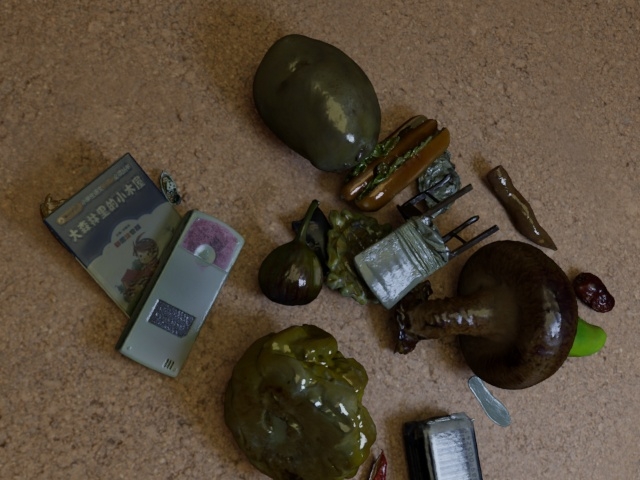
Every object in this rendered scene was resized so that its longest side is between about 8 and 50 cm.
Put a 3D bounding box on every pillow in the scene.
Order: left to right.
[{"bbox_3d":[0.000,0.000,1.701,0.090,0.048,0.150,-35,96,-15],"label":"pillow"}]

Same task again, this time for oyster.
[{"bbox_3d":[0.299,-0.142,1.835,0.125,0.064,0.177,-8,81,-17],"label":"oyster"}]

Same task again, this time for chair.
[{"bbox_3d":[0.229,-0.001,1.705,0.319,0.186,0.160,-35,106,2],"label":"chair"}]

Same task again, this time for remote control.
[{"bbox_3d":[-0.291,0.107,1.546,0.145,0.050,0.344,33,73,-25],"label":"remote control"}]

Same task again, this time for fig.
[{"bbox_3d":[-0.046,0.024,1.614,0.149,0.149,0.245,16,89,-16],"label":"fig"}]

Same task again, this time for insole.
[{"bbox_3d":[0.413,0.393,1.788,0.053,0.002,0.152,-37,92,-23],"label":"insole"}]

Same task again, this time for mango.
[{"bbox_3d":[0.610,0.228,1.838,0.233,0.111,0.125,5,83,-17],"label":"mango"}]

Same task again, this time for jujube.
[{"bbox_3d":[0.718,0.137,1.918,0.129,0.077,0.077,39,68,-13],"label":"jujube"}]

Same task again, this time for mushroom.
[{"bbox_3d":[0.393,0.151,1.679,0.356,0.334,0.331,27,70,-23],"label":"mushroom"}]

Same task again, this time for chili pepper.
[{"bbox_3d":[0.104,0.594,1.611,0.050,0.059,0.267,44,58,-48],"label":"chili pepper"}]

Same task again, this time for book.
[{"bbox_3d":[-0.385,0.009,1.535,0.228,0.018,0.322,-45,110,-22],"label":"book"}]

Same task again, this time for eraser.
[{"bbox_3d":[0.291,0.561,1.656,0.155,0.101,0.332,-5,81,-22],"label":"eraser"}]

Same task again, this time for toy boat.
[{"bbox_3d":[-0.333,-0.116,1.613,0.038,0.038,0.083,-23,88,-23],"label":"toy boat"}]

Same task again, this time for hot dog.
[{"bbox_3d":[0.176,-0.189,1.763,0.135,0.100,0.337,39,66,24],"label":"hot dog"}]

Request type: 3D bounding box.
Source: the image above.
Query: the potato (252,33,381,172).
[{"bbox_3d":[0.000,-0.312,1.677,0.326,0.221,0.243,42,59,6],"label":"potato"}]

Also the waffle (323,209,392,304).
[{"bbox_3d":[0.103,0.041,1.698,0.204,0.054,0.223,18,66,-35],"label":"waffle"}]

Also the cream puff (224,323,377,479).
[{"bbox_3d":[-0.024,0.330,1.527,0.324,0.291,0.257,33,39,5],"label":"cream puff"}]

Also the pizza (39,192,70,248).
[{"bbox_3d":[-0.467,-0.056,1.536,0.199,0.062,0.188,-45,110,-22],"label":"pizza"}]

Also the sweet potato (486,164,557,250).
[{"bbox_3d":[0.522,-0.069,1.900,0.059,0.067,0.281,-34,97,14],"label":"sweet potato"}]
